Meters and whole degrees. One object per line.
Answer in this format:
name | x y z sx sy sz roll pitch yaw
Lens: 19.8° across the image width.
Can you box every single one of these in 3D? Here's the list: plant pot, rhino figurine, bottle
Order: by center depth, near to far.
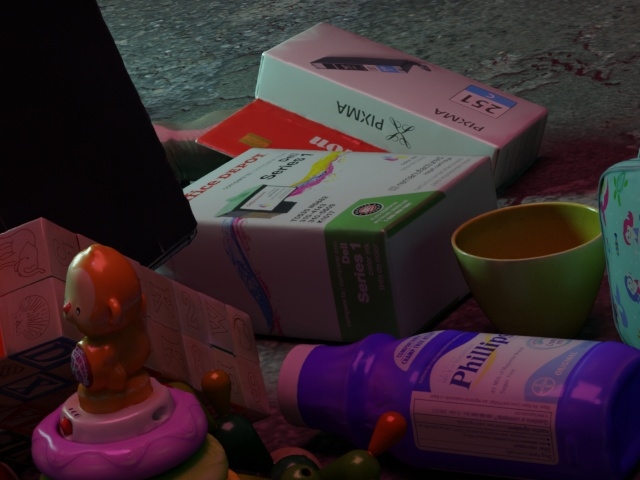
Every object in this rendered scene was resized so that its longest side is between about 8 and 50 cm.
bottle | 0.103 0.119 1.374 0.283 0.092 0.118 3 25 31
plant pot | 0.185 0.034 1.566 0.134 0.095 0.134 -9 20 3
rhino figurine | -0.163 -0.083 2.031 0.243 0.106 0.073 -11 19 -4

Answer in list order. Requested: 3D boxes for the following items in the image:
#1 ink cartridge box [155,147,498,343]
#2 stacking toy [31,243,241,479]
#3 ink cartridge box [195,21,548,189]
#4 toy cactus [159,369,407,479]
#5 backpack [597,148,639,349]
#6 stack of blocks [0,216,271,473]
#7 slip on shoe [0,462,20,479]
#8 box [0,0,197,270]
ink cartridge box | 0.000 0.000 1.713 0.278 0.117 0.201 4 24 34
stacking toy | -0.110 0.145 1.096 0.165 0.302 0.175 -16 22 -19
ink cartridge box | 0.059 -0.125 1.966 0.296 0.066 0.261 23 32 21
toy cactus | -0.019 0.157 1.273 0.219 0.112 0.180 21 -9 0
backpack | 0.318 0.006 1.398 0.191 0.225 0.253 -12 10 -4
stack of blocks | -0.181 0.088 1.305 0.171 0.087 0.297 -21 -23 18
slip on shoe | -0.265 0.219 1.265 0.123 0.101 0.331 -11 18 2
box | -0.453 -0.013 1.536 0.480 0.297 0.472 7 37 47
